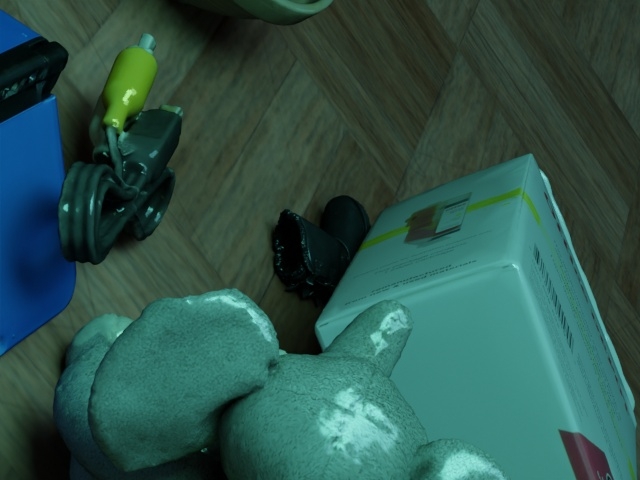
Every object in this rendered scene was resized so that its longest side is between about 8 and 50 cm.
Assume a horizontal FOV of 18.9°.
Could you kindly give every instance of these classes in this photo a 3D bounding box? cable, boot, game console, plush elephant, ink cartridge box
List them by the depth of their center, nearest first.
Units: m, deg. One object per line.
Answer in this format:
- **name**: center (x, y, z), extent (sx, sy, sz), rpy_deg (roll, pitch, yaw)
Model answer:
- **plush elephant**: center (-0.026, 0.139, 1.190), extent (0.272, 0.255, 0.330), rpy_deg (41, 27, -9)
- **game console**: center (-0.292, -0.043, 1.211), extent (0.250, 0.173, 0.293), rpy_deg (33, 27, 9)
- **cable**: center (-0.155, -0.038, 1.354), extent (0.287, 0.072, 0.139), rpy_deg (-65, 166, -63)
- **ink cartridge box**: center (0.140, 0.116, 1.542), extent (0.385, 0.160, 0.279), rpy_deg (-56, 125, -74)
- **boot**: center (0.000, 0.000, 1.648), extent (0.099, 0.045, 0.121), rpy_deg (27, 46, -44)

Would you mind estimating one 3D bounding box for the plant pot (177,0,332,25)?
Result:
- **plant pot**: center (-0.094, -0.279, 1.652), extent (0.237, 0.109, 0.237), rpy_deg (38, 38, -37)
